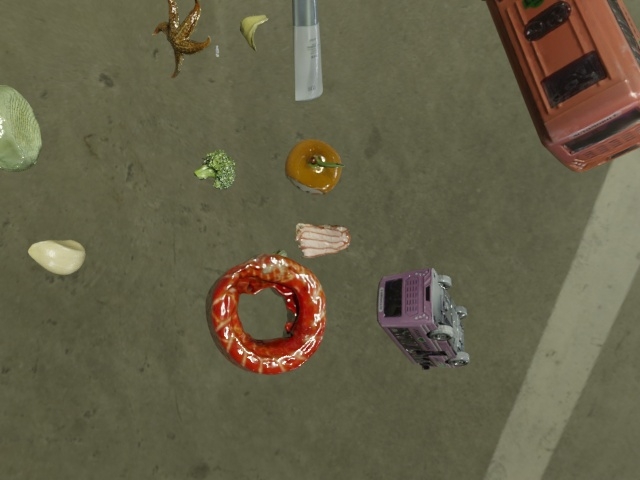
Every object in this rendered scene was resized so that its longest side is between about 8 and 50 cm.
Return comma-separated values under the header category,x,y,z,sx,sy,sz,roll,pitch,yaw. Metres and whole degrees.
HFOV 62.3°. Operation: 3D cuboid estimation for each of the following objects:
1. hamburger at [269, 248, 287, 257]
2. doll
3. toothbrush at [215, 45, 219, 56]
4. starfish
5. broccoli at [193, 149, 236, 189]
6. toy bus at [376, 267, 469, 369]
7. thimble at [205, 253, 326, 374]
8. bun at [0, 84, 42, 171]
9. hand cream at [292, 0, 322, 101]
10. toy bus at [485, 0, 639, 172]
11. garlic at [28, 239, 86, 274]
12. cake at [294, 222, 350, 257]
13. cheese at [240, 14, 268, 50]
category,x,y,z,sx,sy,sz,roll,pitch,yaw
hamburger,-0.160,0.076,1.894,0.121,0.054,0.084,-48,149,-35
doll,-0.022,-0.274,1.915,0.213,0.236,0.214,1,84,-5
toothbrush,-0.326,-0.596,1.667,0.011,0.131,0.013,-12,123,-3
starfish,-0.369,-0.525,1.387,0.056,0.213,0.238,-24,146,-47
broccoli,-0.227,-0.150,1.150,0.091,0.095,0.097,-26,90,-3
toy bus,0.143,0.112,0.726,0.098,0.087,0.178,-10,145,24
thimble,-0.160,0.215,1.546,0.349,0.230,0.351,2,82,-17
bun,-0.719,-0.247,1.194,0.118,0.195,0.196,-16,111,-6
hand cream,-0.027,-0.415,1.103,0.079,0.048,0.256,-25,134,-28
toy bus,0.444,-0.357,0.954,0.232,0.203,0.428,10,61,-45
garlic,-0.357,0.021,0.734,0.053,0.083,0.041,35,100,4
cake,0.000,-0.007,1.599,0.135,0.287,0.099,4,97,21
cheese,-0.153,-0.484,1.203,0.041,0.060,0.084,6,138,-40
